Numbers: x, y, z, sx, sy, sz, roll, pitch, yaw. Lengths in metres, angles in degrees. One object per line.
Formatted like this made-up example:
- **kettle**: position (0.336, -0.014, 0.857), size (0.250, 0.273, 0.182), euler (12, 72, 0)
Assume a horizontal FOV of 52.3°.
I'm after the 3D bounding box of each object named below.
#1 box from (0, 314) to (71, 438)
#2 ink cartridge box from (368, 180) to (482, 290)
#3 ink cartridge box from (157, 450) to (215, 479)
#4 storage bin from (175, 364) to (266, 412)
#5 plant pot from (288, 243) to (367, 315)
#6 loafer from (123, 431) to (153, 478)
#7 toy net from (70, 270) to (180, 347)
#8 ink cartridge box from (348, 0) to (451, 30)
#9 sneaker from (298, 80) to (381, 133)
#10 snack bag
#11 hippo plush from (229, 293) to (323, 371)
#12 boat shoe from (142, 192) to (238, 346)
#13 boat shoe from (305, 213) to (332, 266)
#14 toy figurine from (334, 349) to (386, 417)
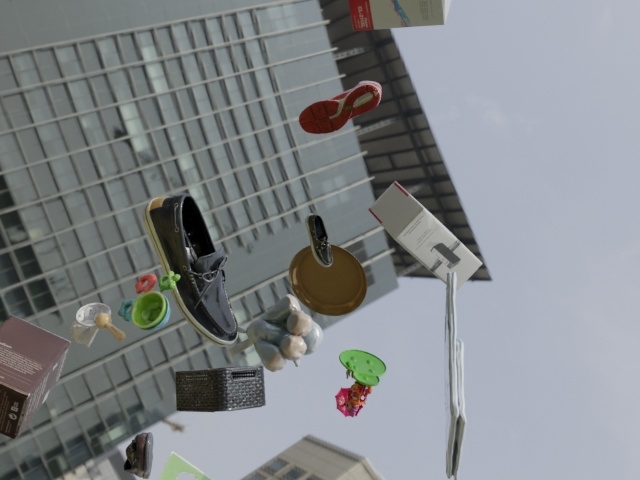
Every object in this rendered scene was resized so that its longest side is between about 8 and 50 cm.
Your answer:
- **box**: position (-0.743, 0.327, 1.577), size (0.166, 0.203, 0.169), euler (25, -60, -4)
- **ink cartridge box**: position (0.284, -0.010, 1.769), size (0.273, 0.114, 0.197), euler (40, 9, -30)
- **ink cartridge box**: position (-0.310, 0.551, 1.269), size (0.056, 0.235, 0.171), euler (-3, -40, 34)
- **storage bin**: position (-0.209, 0.306, 1.348), size (0.180, 0.122, 0.085), euler (-16, -105, 46)
- **plant pot**: position (0.024, 0.110, 1.882), size (0.236, 0.032, 0.237), euler (7, -64, 15)
- **loafer**: position (-0.592, 0.700, 2.100), size (0.303, 0.095, 0.109), euler (109, -15, -52)
- **toy net**: position (-0.358, 0.118, 1.150), size (0.045, 0.232, 0.122), euler (48, 34, -54)
- **ink cartridge box**: position (0.152, -0.455, 1.209), size (0.175, 0.128, 0.072), euler (3, -44, 19)
- **sneaker**: position (0.059, -0.337, 1.651), size (0.221, 0.128, 0.087), euler (-14, -73, 21)
- **snack bag**: position (0.285, 0.292, 1.392), size (0.037, 0.343, 0.323), euler (0, -40, 9)
- **hippo plush**: position (-0.112, 0.345, 2.137), size (0.236, 0.294, 0.235), euler (42, 26, -48)
- **boat shoe**: position (-0.362, 0.086, 1.967), size (0.155, 0.187, 0.501), euler (-22, -86, 23)
- **boat shoe**: position (0.000, 0.000, 1.644), size (0.040, 0.049, 0.142), euler (-9, -78, 60)
- **toy figurine**: position (0.095, 0.398, 1.713), size (0.173, 0.130, 0.159), euler (-105, -152, -70)
